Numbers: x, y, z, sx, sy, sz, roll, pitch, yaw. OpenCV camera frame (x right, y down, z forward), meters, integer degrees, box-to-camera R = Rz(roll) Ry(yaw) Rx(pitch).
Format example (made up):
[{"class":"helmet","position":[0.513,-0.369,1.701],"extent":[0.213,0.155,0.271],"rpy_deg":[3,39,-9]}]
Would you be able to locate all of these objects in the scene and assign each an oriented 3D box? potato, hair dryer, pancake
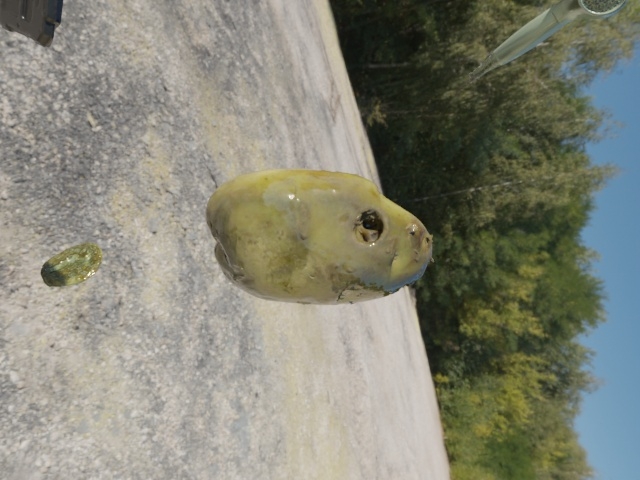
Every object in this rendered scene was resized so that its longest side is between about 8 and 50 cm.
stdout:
[{"class":"potato","position":[0.000,0.000,0.573],"extent":[0.141,0.296,0.192],"rpy_deg":[-90,-166,-52]},{"class":"hair dryer","position":[0.332,-0.327,0.672],"extent":[0.075,0.237,0.206],"rpy_deg":[49,35,-11]},{"class":"pancake","position":[-0.436,0.043,0.772],"extent":[0.108,0.107,0.017],"rpy_deg":[-87,173,-49]}]

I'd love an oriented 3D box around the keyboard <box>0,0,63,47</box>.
[{"class":"keyboard","position":[-0.246,-0.314,0.384],"extent":[0.016,0.106,0.263],"rpy_deg":[-13,126,-56]}]
